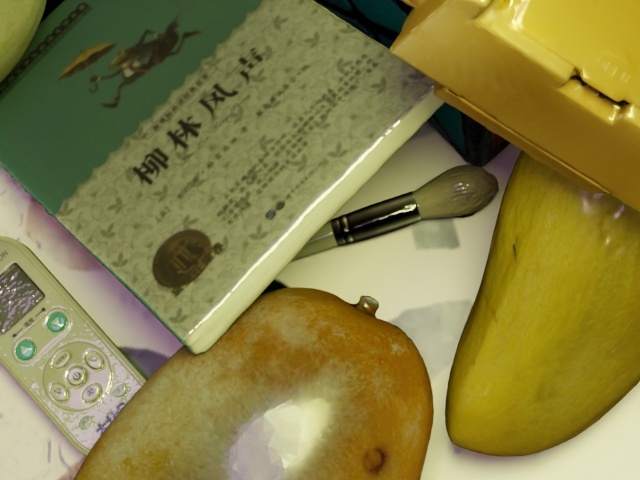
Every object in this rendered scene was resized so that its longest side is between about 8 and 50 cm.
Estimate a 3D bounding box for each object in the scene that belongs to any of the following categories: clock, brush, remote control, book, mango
[{"bbox_3d":[0.215,-0.196,1.025,0.244,0.200,0.317,33,80,-10],"label":"clock"},{"bbox_3d":[0.000,0.000,1.323,0.299,0.042,0.039,-19,76,5],"label":"brush"},{"bbox_3d":[-0.213,0.087,1.317,0.078,0.042,0.221,-43,75,-4],"label":"remote control"},{"bbox_3d":[-0.110,-0.104,1.275,0.264,0.031,0.379,-46,49,-6],"label":"book"},{"bbox_3d":[0.210,0.010,1.210,0.142,0.195,0.331,43,121,46],"label":"mango"},{"bbox_3d":[-0.069,0.201,1.192,0.221,0.199,0.384,36,84,12],"label":"mango"}]

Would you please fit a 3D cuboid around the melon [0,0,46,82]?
[{"bbox_3d":[-0.372,-0.191,1.295,0.308,0.272,0.271,-3,76,13],"label":"melon"}]

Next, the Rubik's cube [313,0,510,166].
[{"bbox_3d":[0.121,-0.248,1.257,0.255,0.259,0.260,-41,72,-6],"label":"Rubik's cube"}]
